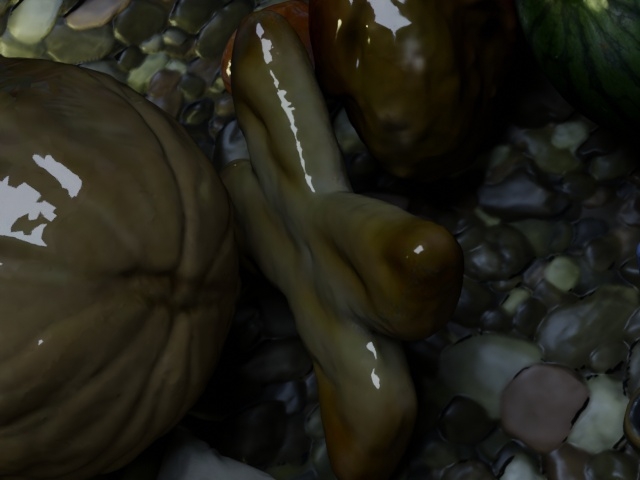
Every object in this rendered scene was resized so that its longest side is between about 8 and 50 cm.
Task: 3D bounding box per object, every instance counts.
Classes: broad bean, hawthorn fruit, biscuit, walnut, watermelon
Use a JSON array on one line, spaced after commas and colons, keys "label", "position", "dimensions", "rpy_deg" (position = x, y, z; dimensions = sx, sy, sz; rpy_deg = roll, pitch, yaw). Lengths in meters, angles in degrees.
[{"label": "broad bean", "position": [0.053, -0.141, 0.902], "dimensions": [0.122, 0.156, 0.229], "rpy_deg": [-6, 57, 2]}, {"label": "hawthorn fruit", "position": [-0.016, -0.118, 0.979], "dimensions": [0.066, 0.067, 0.103], "rpy_deg": [4, 48, 25]}, {"label": "biscuit", "position": [0.000, 0.001, 0.841], "dimensions": [0.047, 0.164, 0.208], "rpy_deg": [-11, 46, -27]}, {"label": "walnut", "position": [-0.164, 0.015, 0.856], "dimensions": [0.261, 0.225, 0.225], "rpy_deg": [2, 59, 37]}, {"label": "watermelon", "position": [0.183, -0.133, 0.813], "dimensions": [0.214, 0.188, 0.188], "rpy_deg": [-13, 40, -38]}]

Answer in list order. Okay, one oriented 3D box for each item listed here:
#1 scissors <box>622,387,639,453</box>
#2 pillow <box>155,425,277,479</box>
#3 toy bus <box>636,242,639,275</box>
[{"label": "scissors", "position": [0.250, 0.080, 0.761], "dimensions": [0.220, 0.017, 0.088], "rpy_deg": [-15, 52, 12]}, {"label": "pillow", "position": [-0.012, 0.202, 0.758], "dimensions": [0.270, 0.067, 0.173], "rpy_deg": [20, 65, 33]}, {"label": "toy bus", "position": [0.285, -0.031, 0.742], "dimensions": [0.292, 0.125, 0.133], "rpy_deg": [-39, 50, -11]}]
